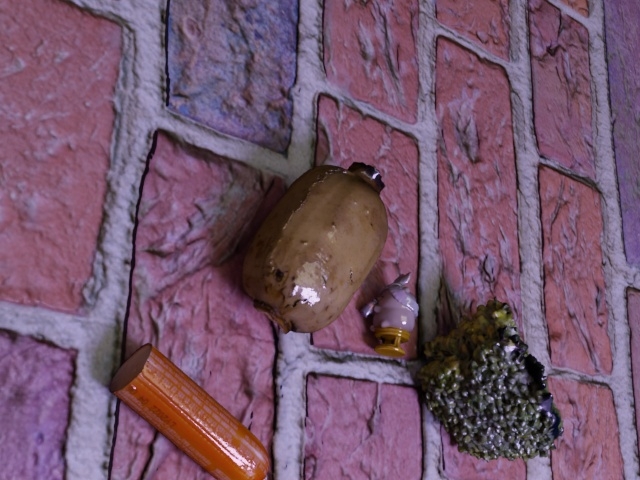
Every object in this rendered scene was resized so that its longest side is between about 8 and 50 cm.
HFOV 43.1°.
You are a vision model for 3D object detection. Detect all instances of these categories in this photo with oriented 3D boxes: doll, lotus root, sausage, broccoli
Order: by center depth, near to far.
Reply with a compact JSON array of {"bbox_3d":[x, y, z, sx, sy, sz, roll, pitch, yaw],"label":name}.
[{"bbox_3d":[-0.139,0.221,0.953,0.234,0.071,0.071,46,53,-21],"label":"sausage"},{"bbox_3d":[0.000,0.000,1.087,0.284,0.146,0.160,-55,133,-28],"label":"lotus root"},{"bbox_3d":[0.100,0.103,1.192,0.084,0.073,0.127,11,69,-3],"label":"doll"},{"bbox_3d":[0.247,0.222,1.253,0.181,0.273,0.242,-22,105,3],"label":"broccoli"}]
